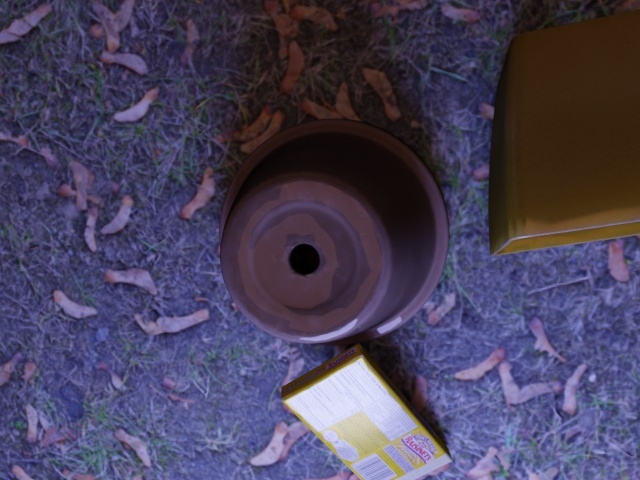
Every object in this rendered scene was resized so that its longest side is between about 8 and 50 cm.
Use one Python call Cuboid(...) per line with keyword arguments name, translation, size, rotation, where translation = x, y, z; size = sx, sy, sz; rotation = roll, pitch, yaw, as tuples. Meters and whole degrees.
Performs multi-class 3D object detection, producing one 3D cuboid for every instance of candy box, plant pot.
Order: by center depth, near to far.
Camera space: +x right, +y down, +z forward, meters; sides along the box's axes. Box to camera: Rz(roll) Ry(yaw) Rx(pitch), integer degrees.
Cuboid(name="plant pot", translation=(0.263, -0.098, 0.597), size=(0.212, 0.212, 0.187), rotation=(-10, 83, 10))
Cuboid(name="plant pot", translation=(0.000, 0.000, 0.628), size=(0.263, 0.229, 0.263), rotation=(1, 97, 10))
Cuboid(name="candy box", translation=(0.056, 0.211, 0.706), size=(0.105, 0.027, 0.206), rotation=(-33, 117, 11))
